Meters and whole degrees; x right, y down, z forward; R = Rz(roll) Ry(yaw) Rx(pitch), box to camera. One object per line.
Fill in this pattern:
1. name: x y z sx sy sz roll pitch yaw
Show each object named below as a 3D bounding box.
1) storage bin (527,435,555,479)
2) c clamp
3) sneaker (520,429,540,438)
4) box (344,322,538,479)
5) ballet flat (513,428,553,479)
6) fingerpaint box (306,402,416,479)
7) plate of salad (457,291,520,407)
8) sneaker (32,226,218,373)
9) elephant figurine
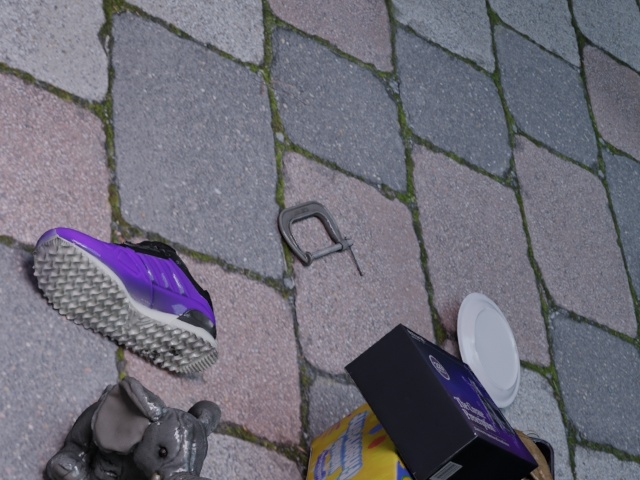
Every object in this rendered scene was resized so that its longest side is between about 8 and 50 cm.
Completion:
1. storage bin: 0.258 0.361 2.215 0.180 0.084 0.122 11 51 -7
2. c clamp: 0.000 0.000 2.279 0.160 0.022 0.137 -11 74 -53
3. sneaker: 0.332 0.394 2.338 0.088 0.092 0.225 43 39 -21
4. box: 0.161 0.231 1.895 0.184 0.103 0.261 53 10 28
5. ballet flat: 0.327 0.424 2.072 0.342 0.116 0.124 60 27 9
6. fingerpaint box: 0.143 0.432 1.879 0.371 0.163 0.445 54 9 -7
7. plate of salad: 0.277 0.186 2.457 0.200 0.048 0.200 30 51 -46
8. sneaker: -0.249 0.049 1.896 0.293 0.102 0.146 39 37 -33
9. elephant figurine: -0.189 0.239 1.703 0.169 0.239 0.186 -27 87 -54
